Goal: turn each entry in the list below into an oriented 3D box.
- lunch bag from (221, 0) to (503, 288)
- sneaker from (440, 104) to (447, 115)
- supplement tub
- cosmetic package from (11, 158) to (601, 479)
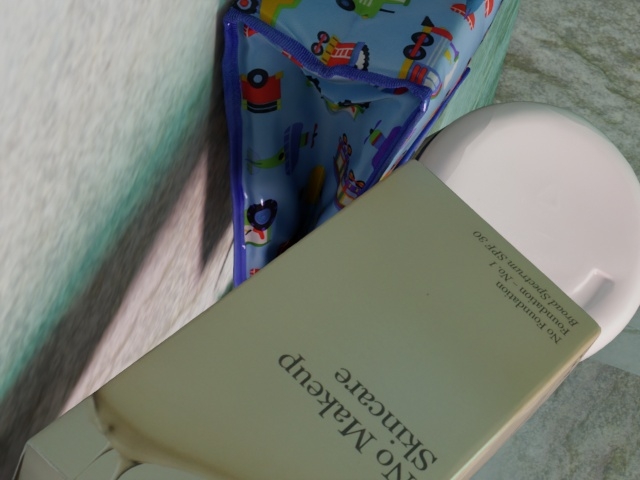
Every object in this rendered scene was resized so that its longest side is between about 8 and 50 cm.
[{"bbox_3d":[0.018,-0.082,0.987,0.293,0.138,0.221,105,12,-48],"label":"lunch bag"},{"bbox_3d":[0.075,-0.205,1.201,0.153,0.101,0.268,-44,146,-71],"label":"sneaker"},{"bbox_3d":[0.133,0.018,1.347,0.235,0.235,0.325,-68,-165,-17],"label":"supplement tub"},{"bbox_3d":[-0.003,0.102,0.783,0.309,0.160,0.113,-38,164,-39],"label":"cosmetic package"}]
